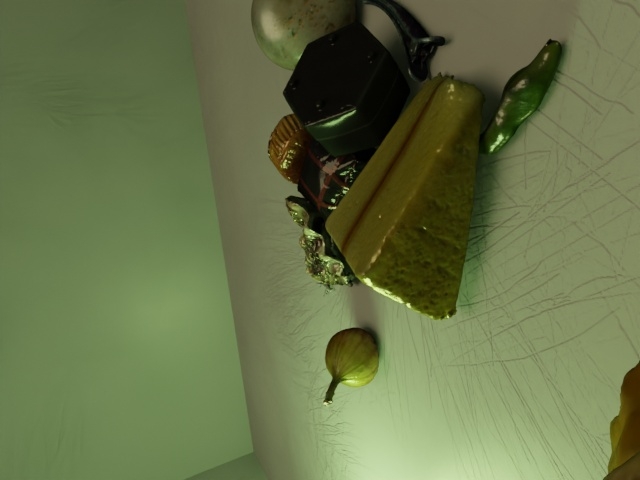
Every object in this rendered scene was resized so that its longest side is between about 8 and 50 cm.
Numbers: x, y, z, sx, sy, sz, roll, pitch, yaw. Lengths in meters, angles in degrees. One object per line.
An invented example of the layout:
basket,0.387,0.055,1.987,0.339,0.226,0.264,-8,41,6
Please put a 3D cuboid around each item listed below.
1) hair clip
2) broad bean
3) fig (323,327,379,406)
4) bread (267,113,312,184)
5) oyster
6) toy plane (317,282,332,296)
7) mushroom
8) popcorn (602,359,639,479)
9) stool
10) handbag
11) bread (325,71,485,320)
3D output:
hair clip,0.148,-0.418,0.772,0.083,0.048,0.275,110,147,-50
broad bean,0.272,-0.186,0.581,0.061,0.046,0.195,67,154,20
fig,0.082,0.329,1.040,0.231,0.143,0.160,-85,0,-70
bread,-0.029,-0.230,1.032,0.104,0.199,0.199,58,148,38
oyster,0.000,0.024,1.092,0.351,0.114,0.238,77,173,-67
toy plane,0.016,0.145,1.285,0.084,0.024,0.078,22,114,54
mushroom,-0.032,-0.521,0.954,0.243,0.243,0.244,36,131,56
popcorn,0.370,0.146,0.195,0.390,0.344,0.354,-6,137,43
stool,0.051,-0.294,0.799,0.232,0.141,0.232,-11,68,28
handbag,0.045,-0.149,0.951,0.169,0.155,0.215,57,141,34
bread,0.201,-0.083,0.726,0.362,0.244,0.233,-58,25,15
